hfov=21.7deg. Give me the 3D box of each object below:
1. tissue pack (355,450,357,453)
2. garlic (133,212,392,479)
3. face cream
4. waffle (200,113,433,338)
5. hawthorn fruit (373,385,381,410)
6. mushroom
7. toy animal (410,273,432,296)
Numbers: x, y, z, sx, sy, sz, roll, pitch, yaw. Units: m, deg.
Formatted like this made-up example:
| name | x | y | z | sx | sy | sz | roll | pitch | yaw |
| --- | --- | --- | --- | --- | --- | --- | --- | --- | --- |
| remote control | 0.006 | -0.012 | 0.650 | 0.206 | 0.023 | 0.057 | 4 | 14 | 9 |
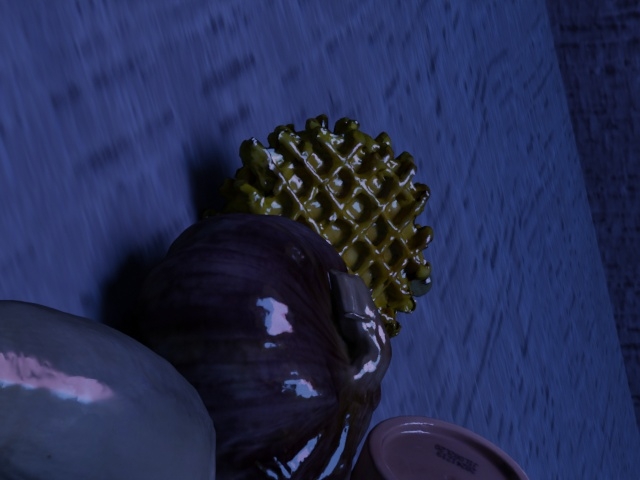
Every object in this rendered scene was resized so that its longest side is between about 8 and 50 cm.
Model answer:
| name | x | y | z | sx | sy | sz | roll | pitch | yaw |
| --- | --- | --- | --- | --- | --- | --- | --- | --- | --- |
| tissue pack | -0.014 | 0.154 | 1.353 | 0.074 | 0.058 | 0.094 | -64 | 142 | -56 |
| garlic | -0.031 | 0.096 | 1.159 | 0.245 | 0.160 | 0.245 | -3 | 90 | -80 |
| face cream | 0.089 | 0.226 | 1.353 | 0.149 | 0.149 | 0.104 | -60 | 172 | -65 |
| waffle | 0.000 | 0.000 | 1.331 | 0.193 | 0.070 | 0.197 | -13 | 102 | -31 |
| hawthorn fruit | 0.018 | 0.137 | 1.491 | 0.103 | 0.066 | 0.067 | 112 | -25 | -70 |
| mushroom | -0.146 | 0.096 | 0.856 | 0.350 | 0.128 | 0.128 | 30 | 52 | -64 |
| toy animal | 0.026 | -0.002 | 1.546 | 0.219 | 0.103 | 0.101 | 49 | 16 | -56 |
